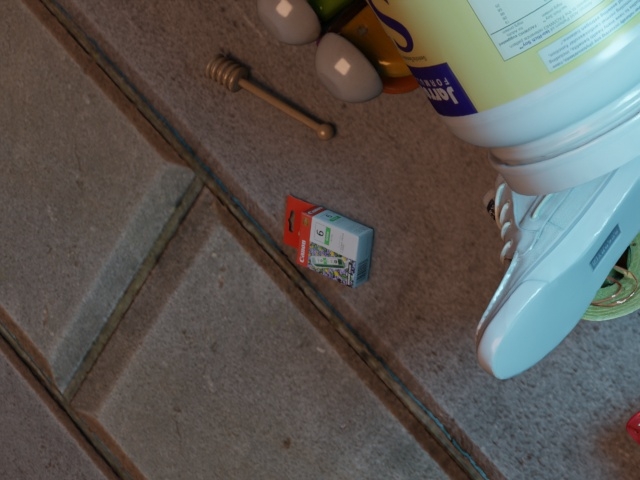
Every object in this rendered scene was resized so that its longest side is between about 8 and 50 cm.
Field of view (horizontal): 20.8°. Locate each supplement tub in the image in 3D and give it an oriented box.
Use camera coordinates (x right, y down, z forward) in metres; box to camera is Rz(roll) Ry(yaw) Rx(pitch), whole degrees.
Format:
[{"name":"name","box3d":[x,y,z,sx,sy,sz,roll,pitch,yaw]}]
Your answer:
[{"name":"supplement tub","box3d":[0.158,-0.228,1.429,0.241,0.241,0.331,-18,113,43]}]

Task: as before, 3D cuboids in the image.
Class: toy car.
[{"name":"toy car","box3d":[0.038,-0.214,1.656,0.182,0.159,0.136,45,169,13]}]

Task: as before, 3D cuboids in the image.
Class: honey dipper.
[{"name":"honey dipper","box3d":[-0.050,-0.148,1.819,0.161,0.030,0.030,31,125,23]}]

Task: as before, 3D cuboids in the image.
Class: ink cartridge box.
[{"name":"ink cartridge box","box3d":[0.000,0.000,1.835,0.115,0.029,0.063,24,122,31]}]

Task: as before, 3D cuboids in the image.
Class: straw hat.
[{"name":"straw hat","box3d":[0.256,0.019,1.599,0.144,0.144,0.061,30,166,27]}]

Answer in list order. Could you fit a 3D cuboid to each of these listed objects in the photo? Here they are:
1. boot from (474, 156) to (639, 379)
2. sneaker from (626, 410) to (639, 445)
[{"name":"boot","box3d":[0.191,0.001,1.551,0.123,0.258,0.095,29,158,34]},{"name":"sneaker","box3d":[0.344,0.228,1.620,0.128,0.087,0.221,27,112,39]}]
